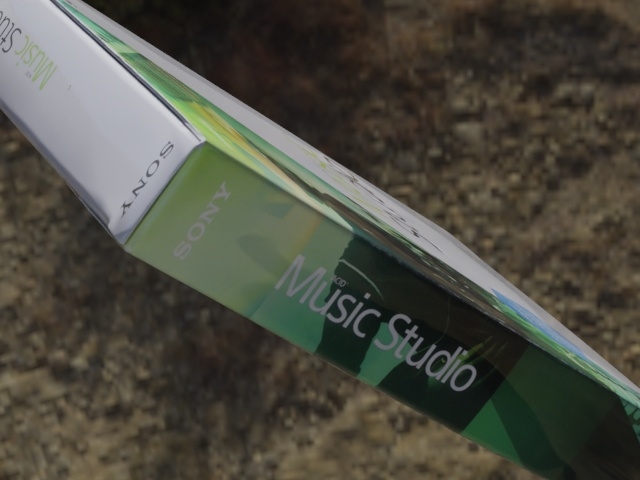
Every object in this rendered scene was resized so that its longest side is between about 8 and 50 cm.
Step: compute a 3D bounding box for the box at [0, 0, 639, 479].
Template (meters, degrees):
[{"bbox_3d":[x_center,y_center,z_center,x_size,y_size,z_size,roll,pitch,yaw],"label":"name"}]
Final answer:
[{"bbox_3d":[0.000,0.000,0.856,0.058,0.322,0.232,-56,38,6],"label":"box"}]
